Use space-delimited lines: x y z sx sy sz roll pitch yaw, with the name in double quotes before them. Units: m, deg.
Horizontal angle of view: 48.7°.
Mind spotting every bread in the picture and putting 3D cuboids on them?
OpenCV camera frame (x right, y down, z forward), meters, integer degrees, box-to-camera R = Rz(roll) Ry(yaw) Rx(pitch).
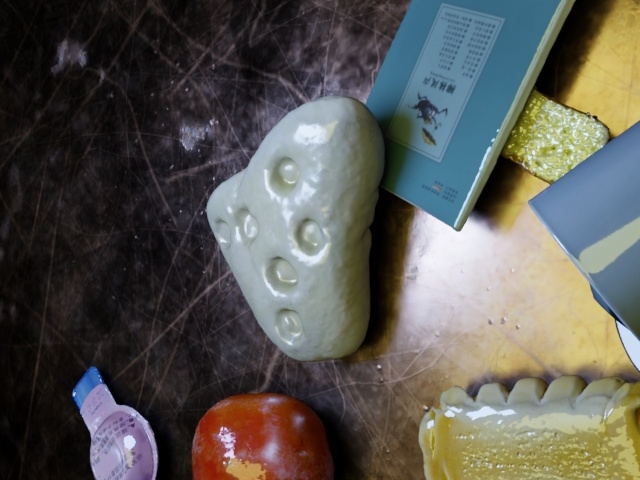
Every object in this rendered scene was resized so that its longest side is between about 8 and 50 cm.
"bread" 0.277 0.256 0.886 0.312 0.121 0.172 -7 87 31
"bread" 0.296 -0.133 0.920 0.187 0.065 0.103 35 107 30

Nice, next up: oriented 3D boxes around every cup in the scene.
"cup" 0.408 -0.053 0.754 0.312 0.205 0.205 -39 70 17

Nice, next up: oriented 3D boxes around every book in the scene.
"book" 0.179 -0.230 0.970 0.264 0.031 0.379 38 110 46

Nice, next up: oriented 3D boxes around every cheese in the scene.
"cheese" 0.000 0.000 1.029 0.351 0.130 0.328 -37 74 40
"cheese" -0.384 0.368 1.314 0.189 0.074 0.286 -50 62 20

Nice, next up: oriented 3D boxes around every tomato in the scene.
"tomato" -0.090 0.340 1.061 0.232 0.189 0.231 -8 75 30

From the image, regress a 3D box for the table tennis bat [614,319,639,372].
"table tennis bat" 0.427 0.129 0.811 0.138 0.022 0.246 -39 50 34
